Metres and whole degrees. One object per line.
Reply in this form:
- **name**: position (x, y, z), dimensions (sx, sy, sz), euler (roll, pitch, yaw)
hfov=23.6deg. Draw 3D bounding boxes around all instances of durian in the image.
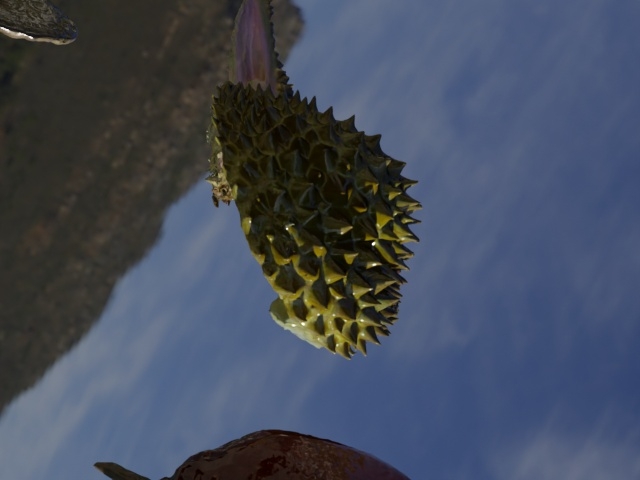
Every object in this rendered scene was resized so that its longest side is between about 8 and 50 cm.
- **durian**: position (0.000, 0.000, 1.393), dimensions (0.166, 0.306, 0.172), euler (14, -120, 48)
- **durian**: position (-0.055, -0.139, 1.463), dimensions (0.140, 0.078, 0.224), euler (-49, 150, -73)

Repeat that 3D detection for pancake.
- **pancake**: position (-0.346, -0.256, 1.601), dimensions (0.021, 0.199, 0.199), euler (-61, -164, 19)

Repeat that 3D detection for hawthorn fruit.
- **hawthorn fruit**: position (-0.027, 0.195, 0.918), dimensions (0.189, 0.251, 0.189), euler (-39, -159, 18)
